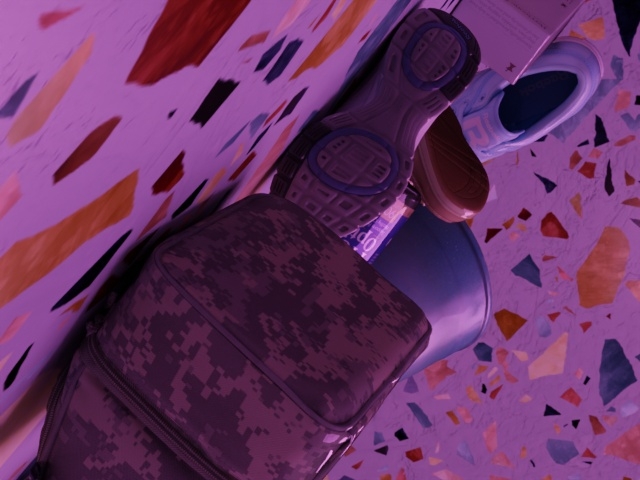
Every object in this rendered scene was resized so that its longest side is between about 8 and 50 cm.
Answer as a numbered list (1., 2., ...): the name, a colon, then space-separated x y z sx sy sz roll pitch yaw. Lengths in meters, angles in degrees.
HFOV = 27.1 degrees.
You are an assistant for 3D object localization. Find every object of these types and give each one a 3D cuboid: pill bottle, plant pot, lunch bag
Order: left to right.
1. lunch bag: -0.084 0.130 1.068 0.256 0.212 0.305 -53 175 22
2. pill bottle: 0.000 0.000 1.462 0.219 0.123 0.123 -52 176 7
3. plant pot: 0.031 0.078 1.664 0.255 0.272 0.272 -31 166 -33

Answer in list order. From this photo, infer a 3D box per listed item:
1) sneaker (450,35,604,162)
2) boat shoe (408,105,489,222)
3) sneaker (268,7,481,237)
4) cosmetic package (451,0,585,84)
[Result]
1. sneaker: 0.212 -0.166 1.817 0.366 0.135 0.150 -33 -176 18
2. boat shoe: 0.126 -0.096 1.585 0.089 0.104 0.285 -45 -156 21
3. sneaker: 0.047 -0.094 1.308 0.297 0.111 0.129 -48 -179 -23
4. cosmetic package: 0.251 -0.290 1.687 0.085 0.117 0.231 -54 176 30
